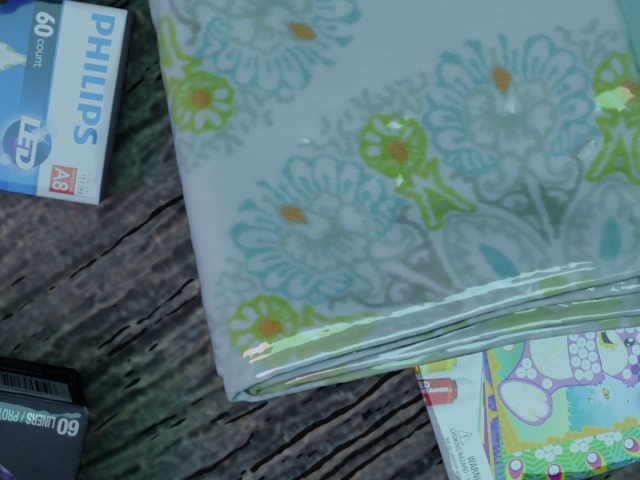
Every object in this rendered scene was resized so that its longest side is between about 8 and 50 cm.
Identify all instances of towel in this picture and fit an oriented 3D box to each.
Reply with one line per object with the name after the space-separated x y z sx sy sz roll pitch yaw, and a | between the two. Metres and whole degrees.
0.060 -0.100 1.065 0.320 0.090 0.375 -12 72 3 | towel

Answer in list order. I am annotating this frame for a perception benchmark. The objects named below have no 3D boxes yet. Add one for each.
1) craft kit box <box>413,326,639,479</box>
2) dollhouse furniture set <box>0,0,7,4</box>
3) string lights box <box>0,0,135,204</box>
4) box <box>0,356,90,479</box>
0.172 0.030 1.128 0.246 0.061 0.250 -19 91 2 | craft kit box
-0.149 -0.250 1.094 0.355 0.174 0.303 -45 79 15 | dollhouse furniture set
-0.263 -0.109 1.127 0.259 0.077 0.133 9 94 -2 | string lights box
-0.258 0.212 1.105 0.165 0.143 0.270 11 94 -11 | box
